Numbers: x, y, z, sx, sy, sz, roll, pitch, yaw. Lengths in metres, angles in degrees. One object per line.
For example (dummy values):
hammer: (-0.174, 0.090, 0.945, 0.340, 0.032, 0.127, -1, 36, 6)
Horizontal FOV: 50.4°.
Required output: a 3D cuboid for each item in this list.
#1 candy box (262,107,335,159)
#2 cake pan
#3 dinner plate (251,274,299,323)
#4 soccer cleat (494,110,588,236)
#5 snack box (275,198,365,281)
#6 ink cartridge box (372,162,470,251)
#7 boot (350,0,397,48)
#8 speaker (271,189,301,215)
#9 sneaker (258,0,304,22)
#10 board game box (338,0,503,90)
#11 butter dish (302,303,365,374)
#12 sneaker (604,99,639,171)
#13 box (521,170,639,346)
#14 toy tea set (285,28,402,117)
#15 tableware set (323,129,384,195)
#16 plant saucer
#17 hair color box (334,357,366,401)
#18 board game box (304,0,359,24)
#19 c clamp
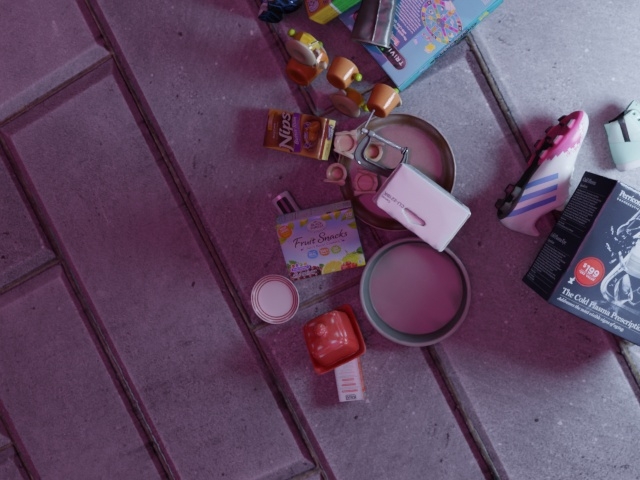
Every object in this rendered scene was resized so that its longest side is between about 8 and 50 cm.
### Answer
candy box: (-0.059, -0.283, 1.808, 0.187, 0.053, 0.109, 16, 100, 32)
cake pan: (0.251, 0.134, 1.811, 0.293, 0.054, 0.293, 1, 96, 12)
dinner plate: (-0.127, 0.165, 1.916, 0.141, 0.017, 0.141, 1, 96, 11)
soccer cleat: (0.576, -0.160, 1.693, 0.143, 0.116, 0.331, 32, 104, -9)
snack box: (0.000, 0.000, 1.801, 0.207, 0.070, 0.174, -13, 116, 2)
ink cartridge box: (0.247, -0.085, 1.628, 0.197, 0.273, 0.114, 37, 102, 6)
boot: (0.177, -0.576, 1.662, 0.190, 0.076, 0.208, 13, 91, 25)
speaker: (-0.075, -0.067, 1.862, 0.055, 0.055, 0.136, -34, 88, 13)
sneaker: (-0.105, -0.627, 1.748, 0.080, 0.211, 0.081, 7, 88, -30)
board game box: (0.250, -0.589, 1.724, 0.336, 0.079, 0.253, -40, 86, 13)
butter dish: (0.018, 0.253, 1.821, 0.160, 0.118, 0.159, -28, 59, 13)
sneaker: (0.814, -0.280, 1.621, 0.256, 0.094, 0.151, -23, 97, 16)
box: (0.718, 0.055, 1.595, 0.343, 0.179, 0.312, 25, 100, -8)
toy tea set: (0.059, -0.432, 1.744, 0.336, 0.200, 0.124, 34, 74, -6)
tableware set: (0.091, -0.203, 1.780, 0.141, 0.020, 0.168, 14, 99, 11)
plant saucer: (0.199, -0.180, 1.793, 0.311, 0.050, 0.310, 1, 97, 12)
hair color box: (0.078, 0.369, 1.879, 0.072, 0.043, 0.141, -8, 93, 14)
board game box: (0.042, -0.736, 1.680, 0.242, 0.064, 0.316, -23, 74, 36)
c clamp: (0.159, -0.234, 1.728, 0.161, 0.022, 0.137, 29, 109, -18)
